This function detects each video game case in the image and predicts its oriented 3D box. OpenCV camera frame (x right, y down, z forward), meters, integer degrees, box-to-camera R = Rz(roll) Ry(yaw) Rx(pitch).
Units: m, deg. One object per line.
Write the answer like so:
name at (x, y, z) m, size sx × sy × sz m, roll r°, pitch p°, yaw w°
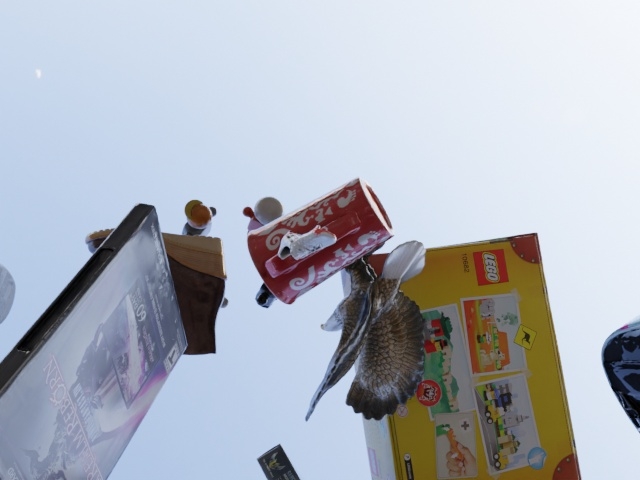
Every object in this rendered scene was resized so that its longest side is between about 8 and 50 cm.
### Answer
video game case at (-0.202, 0.122, 0.641) m, size 0.026 × 0.196 × 0.274 m, roll 7°, pitch -141°, yaw 14°

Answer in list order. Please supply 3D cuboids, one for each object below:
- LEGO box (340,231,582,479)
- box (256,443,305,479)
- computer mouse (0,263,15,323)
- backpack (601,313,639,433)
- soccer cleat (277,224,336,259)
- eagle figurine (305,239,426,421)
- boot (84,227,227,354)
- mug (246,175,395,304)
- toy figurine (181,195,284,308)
LEGO box at (0.270, 0.258, 1.419) m, size 0.373 × 0.193 × 0.499 m, roll -6°, pitch -97°, yaw -14°
box at (-0.019, 0.506, 1.280) m, size 0.059 × 0.183 × 0.232 m, roll -32°, pitch -137°, yaw -9°
computer mouse at (-0.535, 0.016, 1.076) m, size 0.060 × 0.262 × 0.184 m, roll 7°, pitch -112°, yaw 6°
backpack at (0.470, 0.160, 0.831) m, size 0.191 × 0.253 × 0.225 m, roll -24°, pitch -101°, yaw -25°
soccer cleat at (-0.015, 0.005, 0.790) m, size 0.029 × 0.083 × 0.035 m, roll 45°, pitch -122°, yaw -33°
eagle figurine at (0.071, 0.148, 1.199) m, size 0.227 × 0.225 × 0.298 m, roll -3°, pitch -113°, yaw -8°
boot at (-0.286, 0.087, 1.202) m, size 0.249 × 0.090 × 0.206 m, roll 5°, pitch -97°, yaw 0°
mug at (0.005, 0.006, 0.921) m, size 0.113 × 0.169 × 0.150 m, roll 53°, pitch -165°, yaw -28°
toy figurine at (-0.161, 0.024, 1.355) m, size 0.210 × 0.148 × 0.212 m, roll -1°, pitch -114°, yaw -16°
